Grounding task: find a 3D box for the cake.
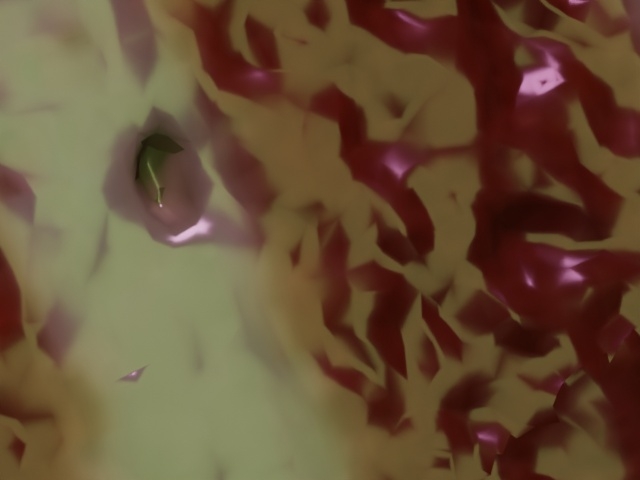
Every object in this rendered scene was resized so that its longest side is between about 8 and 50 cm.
[{"bbox_3d":[0.000,0.000,0.511,0.320,0.270,0.269,-21,87,-7],"label":"cake"}]
